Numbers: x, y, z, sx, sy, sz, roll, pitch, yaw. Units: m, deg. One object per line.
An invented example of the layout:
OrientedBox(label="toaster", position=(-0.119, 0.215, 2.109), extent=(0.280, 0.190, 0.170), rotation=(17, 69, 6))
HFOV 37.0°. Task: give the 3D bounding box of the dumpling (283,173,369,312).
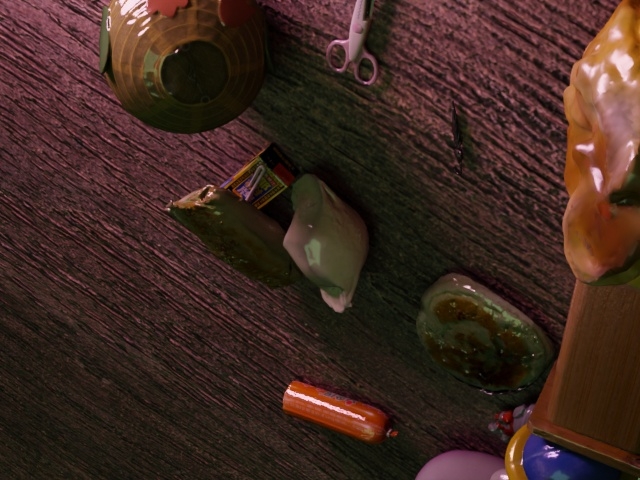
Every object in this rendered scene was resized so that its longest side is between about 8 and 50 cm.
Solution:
OrientedBox(label="dumpling", position=(-0.001, -0.004, 1.556), extent=(0.216, 0.126, 0.166), rotation=(51, 164, -24))

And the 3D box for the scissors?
OrientedBox(label="scissors", position=(0.055, -0.294, 1.327), extent=(0.085, 0.022, 0.176), rotation=(29, 140, 14))

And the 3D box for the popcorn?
OrientedBox(label="popcorn", position=(0.431, -0.110, 0.998), extent=(0.390, 0.344, 0.354), rotation=(-30, 139, 26))

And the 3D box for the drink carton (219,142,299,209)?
OrientedBox(label="drink carton", position=(-0.113, -0.090, 1.595), extent=(0.071, 0.056, 0.165), rotation=(44, 138, -11))

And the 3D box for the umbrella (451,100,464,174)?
OrientedBox(label="umbrella", position=(0.196, -0.144, 1.361), extent=(0.022, 0.013, 0.122), rotation=(32, 143, 41))

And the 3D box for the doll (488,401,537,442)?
OrientedBox(label="doll", position=(0.348, 0.308, 1.590), extent=(0.094, 0.079, 0.180), rotation=(41, 151, -12))

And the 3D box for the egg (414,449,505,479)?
OrientedBox(label="egg", position=(0.291, 0.478, 1.679), extent=(0.271, 0.196, 0.196), rotation=(26, 136, 25))

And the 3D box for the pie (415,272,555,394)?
OrientedBox(label="pie", position=(0.261, 0.155, 1.536), extent=(0.240, 0.054, 0.240), rotation=(21, 137, 21))

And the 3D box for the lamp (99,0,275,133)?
OrientedBox(label="lamp", position=(-0.195, -0.285, 1.384), extent=(0.250, 0.284, 0.250), rotation=(-6, 117, -11))

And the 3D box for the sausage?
OrientedBox(label="sausage", position=(0.043, 0.335, 1.830), extent=(0.234, 0.071, 0.071), rotation=(14, 132, 25))

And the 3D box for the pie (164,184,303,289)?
OrientedBox(label="pie", position=(-0.133, -0.008, 1.597), extent=(0.128, 0.068, 0.282), rotation=(-20, 141, 30))

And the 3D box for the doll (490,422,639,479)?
OrientedBox(label="doll", position=(0.425, 0.366, 1.458), extent=(0.311, 0.160, 0.243), rotation=(-4, 136, 4))

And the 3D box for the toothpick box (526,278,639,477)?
OrientedBox(label="toothpick box", position=(0.420, 0.137, 1.319), extent=(0.190, 0.187, 0.308), rotation=(20, 130, 22))
